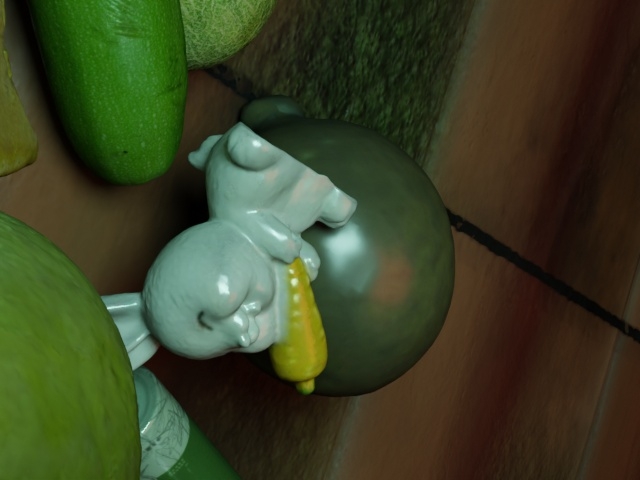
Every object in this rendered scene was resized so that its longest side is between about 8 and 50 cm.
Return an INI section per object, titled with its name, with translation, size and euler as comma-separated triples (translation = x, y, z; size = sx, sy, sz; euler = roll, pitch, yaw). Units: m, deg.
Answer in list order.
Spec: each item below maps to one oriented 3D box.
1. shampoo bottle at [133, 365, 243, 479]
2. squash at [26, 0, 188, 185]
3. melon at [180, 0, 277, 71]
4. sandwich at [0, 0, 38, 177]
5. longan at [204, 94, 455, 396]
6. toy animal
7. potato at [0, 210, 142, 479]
[shampoo bottle]
translation = -0.091, 0.154, 1.168
size = 0.065, 0.065, 0.204
euler = -61, 147, -22
[squash]
translation = -0.116, -0.136, 0.958
size = 0.082, 0.082, 0.292
euler = -51, 147, -35
[melon]
translation = -0.053, -0.161, 1.074
size = 0.160, 0.079, 0.128
euler = -56, 143, -29
[sandwich]
translation = -0.193, -0.067, 0.804
size = 0.212, 0.063, 0.245
euler = 43, 38, -56
[longan]
translation = 0.000, 0.000, 1.164
size = 0.159, 0.204, 0.185
euler = -21, 166, -7
[toy animal]
translation = -0.066, 0.027, 1.048
size = 0.131, 0.127, 0.182
euler = 35, 87, -48
[potato]
translation = -0.170, 0.118, 0.876
size = 0.280, 0.212, 0.330
euler = -29, 128, -50
